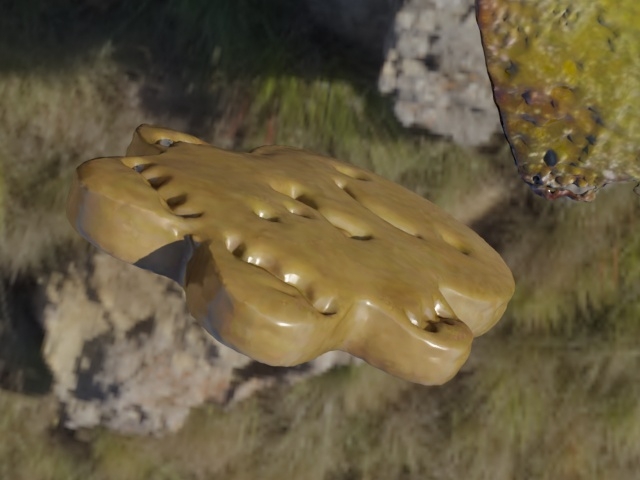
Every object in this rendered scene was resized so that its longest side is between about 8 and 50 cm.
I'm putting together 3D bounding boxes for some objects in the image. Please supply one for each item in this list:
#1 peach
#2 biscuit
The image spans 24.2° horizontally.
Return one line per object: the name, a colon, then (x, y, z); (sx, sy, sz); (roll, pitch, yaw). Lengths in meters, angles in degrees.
peach: (0.154, -0.122, 0.583); (0.189, 0.068, 0.279); (25, 136, -11)
biscuit: (0.001, -0.002, 0.973); (0.275, 0.355, 0.052); (36, 112, 28)
